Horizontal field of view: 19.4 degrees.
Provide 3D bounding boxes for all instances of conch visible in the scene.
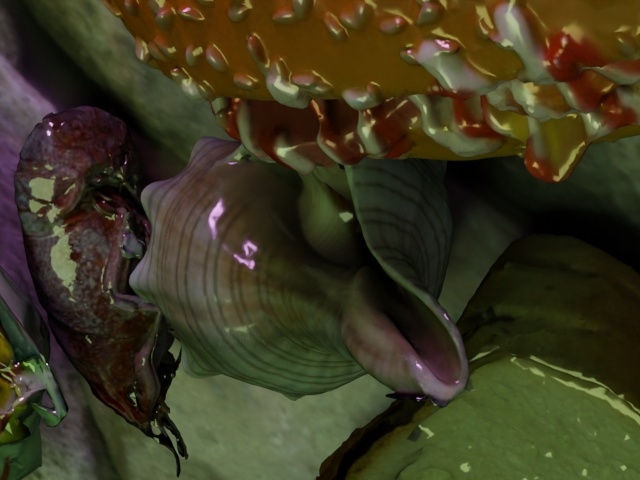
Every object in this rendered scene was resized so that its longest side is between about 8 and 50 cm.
[{"bbox_3d":[0.006,-0.006,0.731,0.234,0.114,0.137,-8,85,53],"label":"conch"}]

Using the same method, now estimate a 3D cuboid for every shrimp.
[{"bbox_3d":[-0.090,0.026,0.857,0.075,0.073,0.190,-130,21,-69],"label":"shrimp"}]

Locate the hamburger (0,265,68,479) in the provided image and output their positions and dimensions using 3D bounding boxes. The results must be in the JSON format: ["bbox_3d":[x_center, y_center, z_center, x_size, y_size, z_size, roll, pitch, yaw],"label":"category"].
[{"bbox_3d":[-0.230,0.034,0.909,0.260,0.150,0.276,30,138,3],"label":"hamburger"}]

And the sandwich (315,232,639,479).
[{"bbox_3d":[0.132,0.127,0.771,0.251,0.087,0.226,34,140,1],"label":"sandwich"}]

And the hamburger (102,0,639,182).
[{"bbox_3d":[0.052,-0.132,0.561,0.295,0.151,0.227,-6,119,40],"label":"hamburger"}]
